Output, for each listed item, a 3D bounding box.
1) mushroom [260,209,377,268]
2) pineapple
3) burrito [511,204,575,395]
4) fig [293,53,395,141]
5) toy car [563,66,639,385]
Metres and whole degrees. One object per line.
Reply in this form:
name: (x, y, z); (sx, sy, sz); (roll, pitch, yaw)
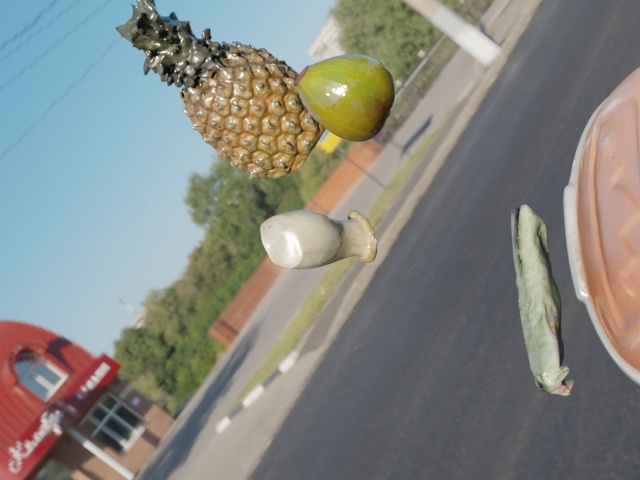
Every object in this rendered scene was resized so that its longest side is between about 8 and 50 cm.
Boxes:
mushroom: (0.001, -0.001, 1.328); (0.097, 0.213, 0.088); (31, 113, 50)
pineapple: (-0.155, -0.256, 1.365); (0.202, 0.362, 0.202); (-33, 34, 26)
burrito: (0.345, 0.091, 1.347); (0.066, 0.309, 0.096); (-13, -23, 19)
fig: (0.021, -0.126, 0.730); (0.074, 0.088, 0.073); (-163, 90, -71)
toy car: (0.241, -0.019, 0.344); (0.212, 0.271, 0.180); (37, -131, -74)
